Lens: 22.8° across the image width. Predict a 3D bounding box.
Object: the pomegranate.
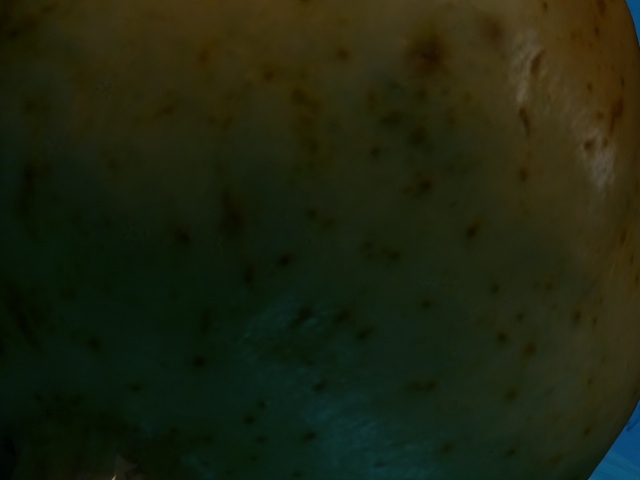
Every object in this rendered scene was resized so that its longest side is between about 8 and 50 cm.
[{"bbox_3d":[-0.034,-0.001,0.710,0.410,0.410,0.410,32,4,-2],"label":"pomegranate"}]
